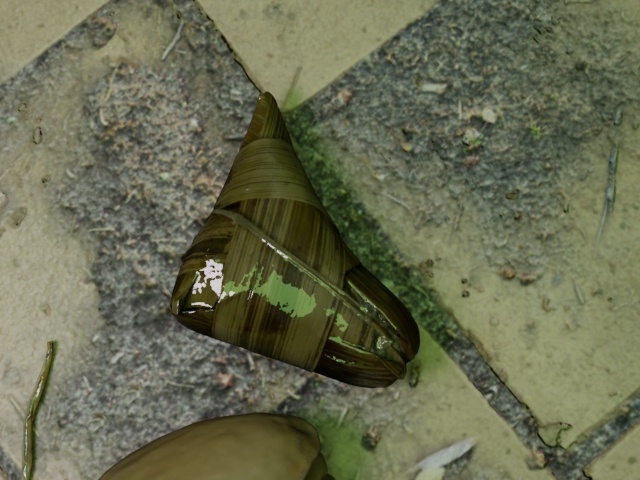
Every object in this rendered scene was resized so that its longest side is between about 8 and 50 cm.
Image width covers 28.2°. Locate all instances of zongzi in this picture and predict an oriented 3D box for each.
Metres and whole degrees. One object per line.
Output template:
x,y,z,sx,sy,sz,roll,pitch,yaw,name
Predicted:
0.000,0.000,1.434,0.285,0.134,0.288,20,76,-3,zongzi

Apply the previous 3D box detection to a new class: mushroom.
-0.340,0.256,1.459,0.026,0.028,0.286,8,80,45,mushroom

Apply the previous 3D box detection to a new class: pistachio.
-0.131,0.282,1.381,0.293,0.162,0.182,-22,39,2,pistachio
